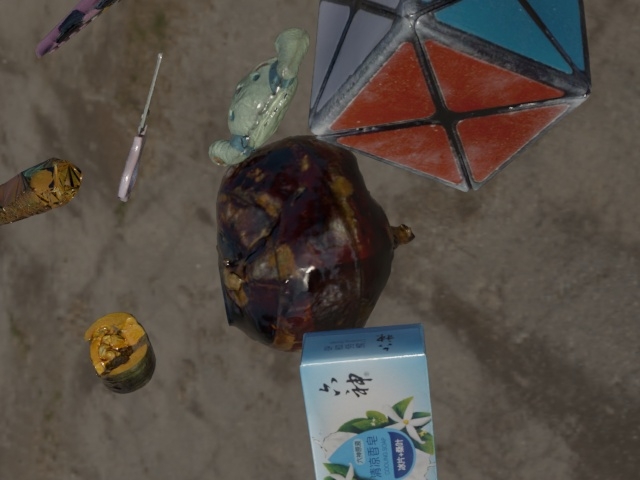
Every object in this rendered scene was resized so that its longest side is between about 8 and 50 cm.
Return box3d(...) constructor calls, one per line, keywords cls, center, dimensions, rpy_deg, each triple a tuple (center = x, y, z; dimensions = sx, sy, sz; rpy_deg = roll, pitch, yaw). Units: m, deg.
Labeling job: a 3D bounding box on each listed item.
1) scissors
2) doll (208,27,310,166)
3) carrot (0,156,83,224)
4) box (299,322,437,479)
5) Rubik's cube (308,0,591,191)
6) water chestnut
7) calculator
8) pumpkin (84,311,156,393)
box3d(cls="scissors", center=(-0.200, -0.131, 1.140), dimensions=(0.100, 0.015, 0.189), rpy_deg=(-85, 13, -51))
box3d(cls="doll", center=(-0.075, -0.177, 1.313), dimensions=(0.214, 0.072, 0.103), rpy_deg=(-53, 27, 19))
box3d(cls="carrot", center=(-0.403, -0.062, 1.392), dimensions=(0.229, 0.069, 0.069), rpy_deg=(-14, 78, 46))
box3d(cls="box", center=(0.061, 0.219, 1.192), dimensions=(0.083, 0.143, 0.232), rpy_deg=(-83, -13, -66))
box3d(cls="Rubik's cube", center=(0.152, -0.250, 1.245), dimensions=(0.255, 0.259, 0.260), rpy_deg=(-43, 38, 50))
box3d(cls="water chestnut", center=(0.000, 0.000, 1.591), dimensions=(0.335, 0.347, 0.335), rpy_deg=(171, 90, -71))
box3d(cls="calculator", center=(-0.363, -0.401, 1.672), dimensions=(0.294, 0.043, 0.194), rpy_deg=(-33, 21, 22))
box3d(cls="pumpkin", center=(-0.373, 0.226, 1.931), dimensions=(0.183, 0.119, 0.107), rpy_deg=(54, 172, 51))
